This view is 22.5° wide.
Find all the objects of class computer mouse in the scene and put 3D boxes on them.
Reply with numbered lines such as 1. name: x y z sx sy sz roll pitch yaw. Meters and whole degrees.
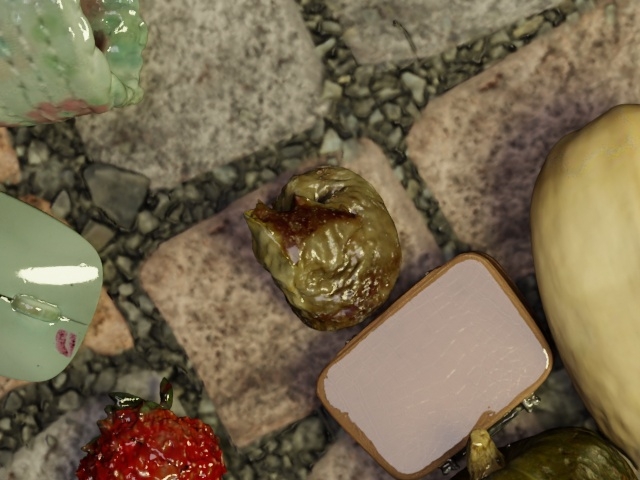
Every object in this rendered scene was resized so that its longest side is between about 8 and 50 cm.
1. computer mouse: -0.344 0.019 1.467 0.288 0.097 0.160 25 94 10

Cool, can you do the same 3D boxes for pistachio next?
1. pistachio: 0.274 0.036 1.307 0.187 0.187 0.299 -14 94 11

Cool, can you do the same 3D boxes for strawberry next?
1. strawberry: -0.158 0.227 1.445 0.140 0.085 0.192 27 98 7

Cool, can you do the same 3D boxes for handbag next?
1. handbag: 0.107 0.113 1.399 0.193 0.072 0.151 -42 84 7

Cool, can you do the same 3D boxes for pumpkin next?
1. pumpkin: 0.157 0.229 1.310 0.219 0.219 0.162 -31 90 10

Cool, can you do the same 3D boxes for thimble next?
1. thimble: -0.243 -0.196 1.405 0.149 0.185 0.211 -8 125 13

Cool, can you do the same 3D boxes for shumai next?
1. shumai: 0.004 0.009 1.401 0.123 0.105 0.139 -15 97 13
